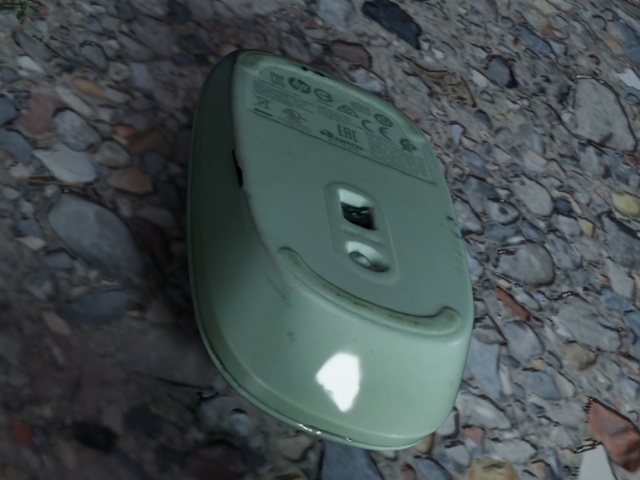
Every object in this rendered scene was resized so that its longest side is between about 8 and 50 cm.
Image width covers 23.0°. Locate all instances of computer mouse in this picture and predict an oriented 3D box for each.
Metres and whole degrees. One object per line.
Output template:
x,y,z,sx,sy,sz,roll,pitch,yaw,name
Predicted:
-0.003,0.005,0.873,0.159,0.097,0.288,19,31,-20,computer mouse
